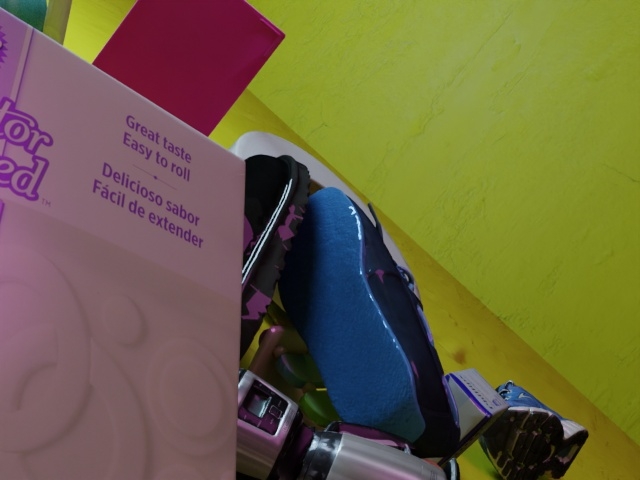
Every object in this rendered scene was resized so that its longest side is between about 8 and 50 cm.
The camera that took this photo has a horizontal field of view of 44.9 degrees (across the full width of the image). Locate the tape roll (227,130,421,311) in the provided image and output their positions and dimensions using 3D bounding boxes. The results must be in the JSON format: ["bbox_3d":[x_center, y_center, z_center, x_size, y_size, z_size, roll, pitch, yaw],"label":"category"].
[{"bbox_3d":[0.000,0.000,1.171,0.392,0.072,0.392,40,22,-19],"label":"tape roll"}]

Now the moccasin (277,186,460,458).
[{"bbox_3d":[0.040,0.085,0.792,0.117,0.137,0.342,36,26,-37],"label":"moccasin"}]

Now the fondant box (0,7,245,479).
[{"bbox_3d":[-0.152,0.057,0.344,0.238,0.096,0.330,30,44,-40],"label":"fondant box"}]

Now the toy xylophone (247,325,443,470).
[{"bbox_3d":[0.032,0.217,0.731,0.322,0.081,0.236,44,13,19],"label":"toy xylophone"}]

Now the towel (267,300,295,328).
[{"bbox_3d":[-0.041,0.100,1.083,0.102,0.021,0.237,32,14,-38],"label":"towel"}]

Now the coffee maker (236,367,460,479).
[{"bbox_3d":[-0.016,0.198,0.542,0.178,0.171,0.120,24,4,4],"label":"coffee maker"}]

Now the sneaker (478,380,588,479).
[{"bbox_3d":[0.313,0.307,1.256,0.147,0.130,0.330,31,1,36],"label":"sneaker"}]

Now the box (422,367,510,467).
[{"bbox_3d":[0.159,0.230,0.973,0.072,0.126,0.137,47,14,22],"label":"box"}]

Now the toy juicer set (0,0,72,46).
[{"bbox_3d":[-0.427,-0.359,1.093,0.329,0.209,0.089,42,20,13],"label":"toy juicer set"}]

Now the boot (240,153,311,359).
[{"bbox_3d":[-0.156,-0.043,0.772,0.260,0.131,0.348,33,30,-11],"label":"boot"}]

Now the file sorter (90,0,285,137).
[{"bbox_3d":[-0.231,-0.286,1.250,0.202,0.291,0.182,37,10,-18],"label":"file sorter"}]
